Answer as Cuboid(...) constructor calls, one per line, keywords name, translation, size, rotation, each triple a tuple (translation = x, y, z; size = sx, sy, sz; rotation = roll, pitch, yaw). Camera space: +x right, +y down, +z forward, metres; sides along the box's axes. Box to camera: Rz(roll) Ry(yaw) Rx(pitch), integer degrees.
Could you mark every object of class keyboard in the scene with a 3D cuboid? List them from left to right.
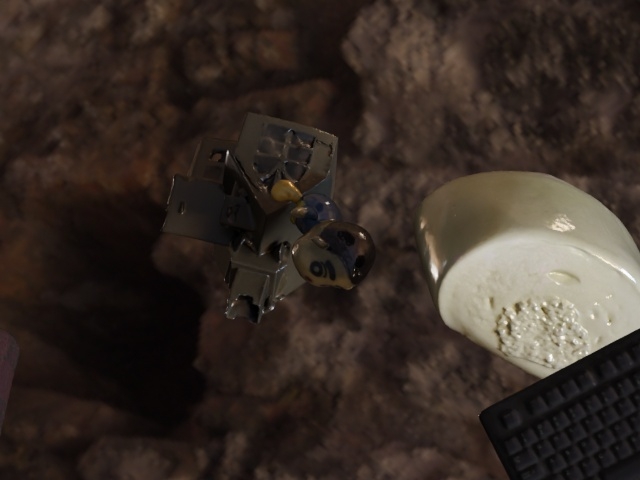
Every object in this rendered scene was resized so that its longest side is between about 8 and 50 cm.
Cuboid(name="keyboard", translation=(0.195, 0.114, 0.908), size=(0.381, 0.041, 0.103), rotation=(-32, -116, 12))

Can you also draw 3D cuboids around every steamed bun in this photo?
Cuboid(name="steamed bun", translation=(0.224, 0.024, 1.403), size=(0.155, 0.250, 0.200), rotation=(-55, -162, 27))

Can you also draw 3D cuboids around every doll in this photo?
Cuboid(name="doll", translation=(0.000, 0.000, 1.591), size=(0.089, 0.102, 0.179), rotation=(-42, -140, -6))

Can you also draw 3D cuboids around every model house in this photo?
Cuboid(name="model house", translation=(-0.096, -0.007, 1.772), size=(0.204, 0.211, 0.243), rotation=(12, -131, 1))

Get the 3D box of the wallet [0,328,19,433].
Cuboid(name="wallet", translation=(-0.319, 0.140, 1.049), size=(0.049, 0.182, 0.229), rotation=(-29, -136, 37))
